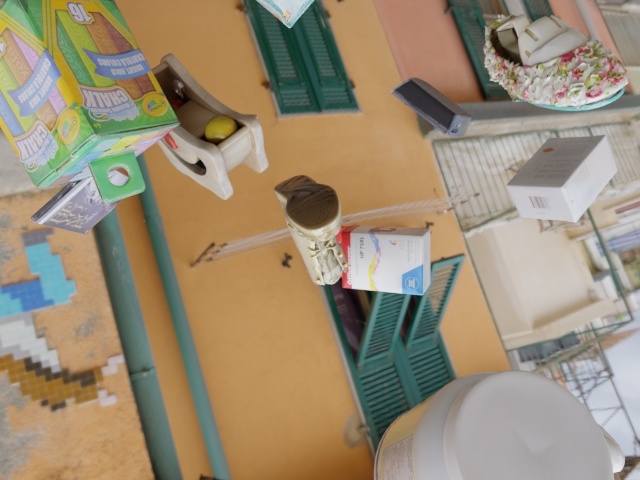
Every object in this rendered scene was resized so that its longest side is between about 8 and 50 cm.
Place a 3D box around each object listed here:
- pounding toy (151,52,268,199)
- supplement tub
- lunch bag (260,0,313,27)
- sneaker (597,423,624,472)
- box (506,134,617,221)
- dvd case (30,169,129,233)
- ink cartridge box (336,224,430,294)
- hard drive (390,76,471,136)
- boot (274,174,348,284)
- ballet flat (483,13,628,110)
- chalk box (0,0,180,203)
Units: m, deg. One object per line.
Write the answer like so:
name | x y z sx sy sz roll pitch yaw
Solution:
pounding toy | -0.161 -0.187 0.723 0.155 0.270 0.154 -41 138 -19
supplement tub | 0.224 0.328 0.738 0.236 0.235 0.324 -15 154 -19
lunch bag | -0.072 -0.666 1.181 0.262 0.223 0.160 -48 140 15
sneaker | 0.403 0.380 0.976 0.305 0.114 0.152 18 -144 24
box | 0.495 -0.129 1.053 0.170 0.091 0.130 -43 -154 -19
dvd case | -0.466 -0.083 1.043 0.164 0.018 0.221 -44 178 -5
ink cartridge box | 0.123 0.039 1.144 0.231 0.134 0.078 3 -165 23
hard drive | 0.265 -0.306 1.174 0.054 0.172 0.255 -54 168 24
boot | 0.000 0.000 0.955 0.095 0.203 0.262 -26 -155 -10
ballet flat | 0.222 -0.194 0.534 0.091 0.077 0.241 -27 -156 8
chalk box | -0.270 -0.149 0.592 0.132 0.212 0.132 -26 -174 32
